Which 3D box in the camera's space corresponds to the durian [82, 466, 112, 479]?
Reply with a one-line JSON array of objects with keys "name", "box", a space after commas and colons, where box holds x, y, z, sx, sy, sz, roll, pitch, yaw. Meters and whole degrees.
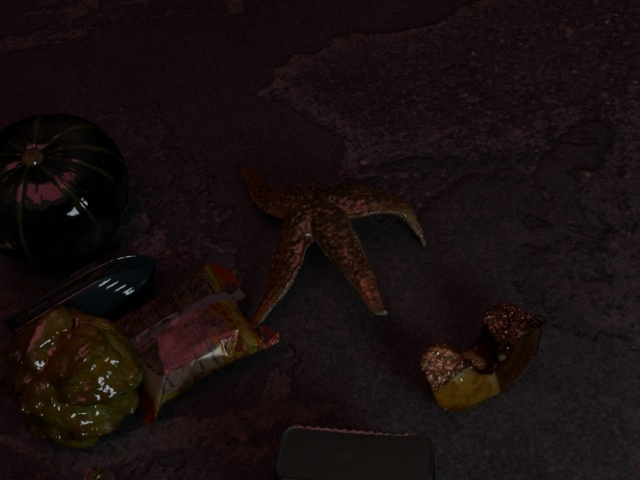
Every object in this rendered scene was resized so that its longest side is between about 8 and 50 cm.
[{"name": "durian", "box": [-0.354, 0.495, 1.108, 0.166, 0.172, 0.306, 19, 74, 14]}]

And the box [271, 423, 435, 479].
[{"name": "box", "box": [0.045, 0.371, 1.135, 0.274, 0.178, 0.138, 2, 39, 7]}]

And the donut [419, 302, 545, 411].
[{"name": "donut", "box": [0.262, 0.200, 1.269, 0.217, 0.141, 0.085, -27, 46, -12]}]

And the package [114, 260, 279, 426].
[{"name": "package", "box": [-0.246, 0.175, 1.363, 0.288, 0.108, 0.223, -35, 62, -10]}]

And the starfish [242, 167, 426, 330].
[{"name": "starfish", "box": [0.000, -0.007, 1.463, 0.397, 0.132, 0.384, 0, 59, 12]}]

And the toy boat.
[{"name": "toy boat", "box": [-0.441, 0.115, 1.434, 0.296, 0.114, 0.122, -33, 37, -15]}]

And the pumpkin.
[{"name": "pumpkin", "box": [-0.541, -0.101, 1.519, 0.323, 0.241, 0.323, -5, 55, 7]}]

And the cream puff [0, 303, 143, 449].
[{"name": "cream puff", "box": [-0.422, 0.230, 1.275, 0.244, 0.196, 0.244, -1, 82, 9]}]
